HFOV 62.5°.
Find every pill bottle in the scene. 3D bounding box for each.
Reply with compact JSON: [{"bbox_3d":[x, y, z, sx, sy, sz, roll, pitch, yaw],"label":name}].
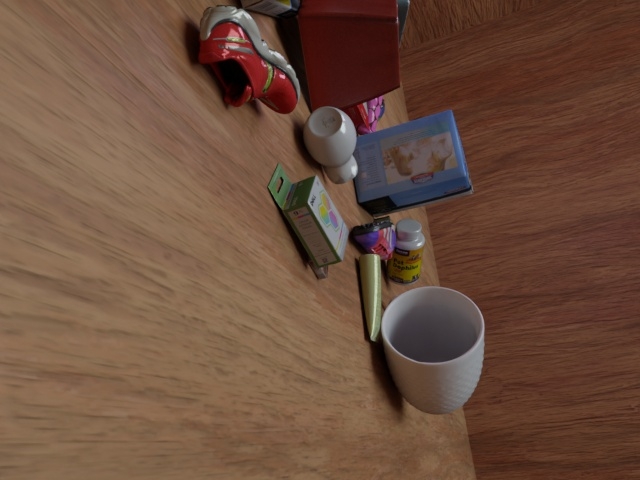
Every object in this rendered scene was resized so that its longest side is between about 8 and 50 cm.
[{"bbox_3d":[0.286,0.038,1.777,0.117,0.117,0.215,-77,170,-54],"label":"pill bottle"}]

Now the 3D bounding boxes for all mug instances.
[{"bbox_3d":[0.309,0.317,1.564,0.374,0.276,0.328,52,-18,47],"label":"mug"}]

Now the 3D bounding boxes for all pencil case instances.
[{"bbox_3d":[0.185,-0.473,1.865,0.098,0.095,0.209,10,98,-35],"label":"pencil case"}]

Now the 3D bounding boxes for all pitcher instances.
[{"bbox_3d":[0.018,-0.255,1.298,0.177,0.125,0.207,61,0,22],"label":"pitcher"}]

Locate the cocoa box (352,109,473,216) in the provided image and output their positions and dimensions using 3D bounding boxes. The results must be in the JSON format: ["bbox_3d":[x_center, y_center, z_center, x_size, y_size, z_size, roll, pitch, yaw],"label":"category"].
[{"bbox_3d":[0.295,-0.240,1.727,0.228,0.347,0.231,26,54,-67],"label":"cocoa box"}]

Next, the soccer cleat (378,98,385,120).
[{"bbox_3d":[0.213,-0.598,2.211,0.289,0.093,0.121,-91,-170,-45],"label":"soccer cleat"}]

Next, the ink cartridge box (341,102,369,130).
[{"bbox_3d":[0.101,-0.474,1.743,0.134,0.078,0.231,54,28,-52],"label":"ink cartridge box"}]

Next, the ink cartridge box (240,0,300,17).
[{"bbox_3d":[-0.145,-0.653,1.145,0.303,0.072,0.307,-55,131,-67],"label":"ink cartridge box"}]

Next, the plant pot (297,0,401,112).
[{"bbox_3d":[0.090,-0.512,1.391,0.267,0.236,0.267,-82,166,-50],"label":"plant pot"}]

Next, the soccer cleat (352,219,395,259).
[{"bbox_3d":[0.173,0.005,1.585,0.318,0.109,0.116,0,81,-74],"label":"soccer cleat"}]

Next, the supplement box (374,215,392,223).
[{"bbox_3d":[0.227,-0.026,1.843,0.083,0.056,0.083,57,26,-48],"label":"supplement box"}]

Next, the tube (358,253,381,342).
[{"bbox_3d":[0.141,0.158,1.456,0.070,0.062,0.240,7,71,-30],"label":"tube"}]

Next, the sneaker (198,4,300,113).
[{"bbox_3d":[-0.128,-0.280,0.917,0.279,0.107,0.118,32,66,-62],"label":"sneaker"}]

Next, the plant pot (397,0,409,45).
[{"bbox_3d":[0.106,-0.681,1.577,0.247,0.252,0.247,99,-9,-58],"label":"plant pot"}]

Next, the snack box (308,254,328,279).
[{"bbox_3d":[0.000,0.000,1.182,0.178,0.022,0.064,-85,153,-44],"label":"snack box"}]

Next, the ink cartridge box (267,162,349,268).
[{"bbox_3d":[-0.019,-0.058,1.065,0.209,0.062,0.109,59,25,-27],"label":"ink cartridge box"}]
